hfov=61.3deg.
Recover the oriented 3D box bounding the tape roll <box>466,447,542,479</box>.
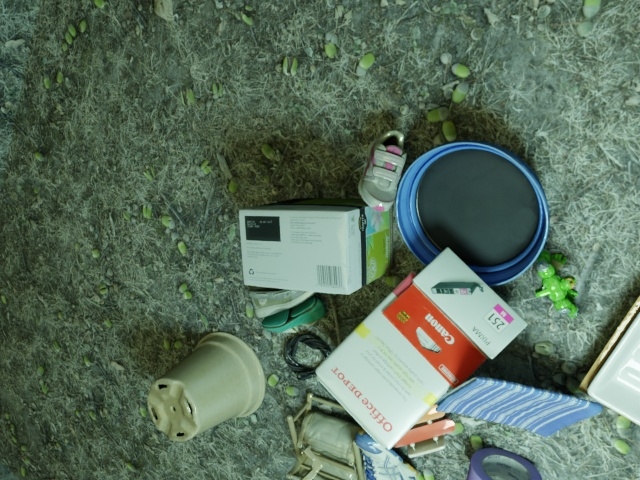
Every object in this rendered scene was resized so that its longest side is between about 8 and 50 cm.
[{"bbox_3d":[0.496,0.656,1.466,0.189,0.189,0.080,14,108,26],"label":"tape roll"}]

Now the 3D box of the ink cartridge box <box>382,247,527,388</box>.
[{"bbox_3d":[0.332,0.196,1.367,0.239,0.060,0.275,-43,77,-4],"label":"ink cartridge box"}]

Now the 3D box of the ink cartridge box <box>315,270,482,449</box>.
[{"bbox_3d":[0.216,0.320,1.470,0.385,0.160,0.279,-44,77,-3],"label":"ink cartridge box"}]

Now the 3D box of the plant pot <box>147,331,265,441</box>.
[{"bbox_3d":[-0.414,0.526,1.878,0.334,0.305,0.333,7,105,28],"label":"plant pot"}]

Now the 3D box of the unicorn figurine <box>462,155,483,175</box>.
[{"bbox_3d":[0.421,-0.180,1.397,0.111,0.060,0.162,-40,81,30],"label":"unicorn figurine"}]

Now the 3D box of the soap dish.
[{"bbox_3d":[0.787,0.292,1.264,0.229,0.118,0.290,30,114,21],"label":"soap dish"}]

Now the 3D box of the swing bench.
[{"bbox_3d":[0.034,0.669,1.747,0.253,0.165,0.254,11,111,26],"label":"swing bench"}]

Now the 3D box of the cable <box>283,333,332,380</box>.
[{"bbox_3d":[-0.039,0.381,1.793,0.184,0.047,0.150,-26,83,33],"label":"cable"}]

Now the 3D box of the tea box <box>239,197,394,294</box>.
[{"bbox_3d":[0.000,0.000,1.519,0.329,0.323,0.219,3,102,29],"label":"tea box"}]

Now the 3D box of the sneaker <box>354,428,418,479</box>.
[{"bbox_3d":[0.179,0.674,1.600,0.296,0.131,0.112,49,167,-29],"label":"sneaker"}]

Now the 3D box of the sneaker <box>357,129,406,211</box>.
[{"bbox_3d":[0.168,-0.196,1.431,0.103,0.252,0.111,13,151,-12],"label":"sneaker"}]

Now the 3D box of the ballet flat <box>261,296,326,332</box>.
[{"bbox_3d":[-0.083,0.261,1.766,0.247,0.083,0.087,-26,117,31],"label":"ballet flat"}]

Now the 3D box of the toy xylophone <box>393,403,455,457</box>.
[{"bbox_3d":[0.240,0.486,1.606,0.236,0.081,0.322,-29,88,13],"label":"toy xylophone"}]

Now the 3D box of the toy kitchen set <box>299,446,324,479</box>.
[{"bbox_3d":[-0.045,0.695,1.666,0.083,0.068,0.075,-41,78,-16],"label":"toy kitchen set"}]

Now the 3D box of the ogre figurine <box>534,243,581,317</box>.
[{"bbox_3d":[0.583,0.110,1.338,0.097,0.118,0.197,-4,99,30],"label":"ogre figurine"}]

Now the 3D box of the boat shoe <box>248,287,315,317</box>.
[{"bbox_3d":[-0.105,0.159,1.737,0.320,0.118,0.103,-25,92,38],"label":"boat shoe"}]

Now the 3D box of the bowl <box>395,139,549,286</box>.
[{"bbox_3d":[0.386,-0.071,1.391,0.391,0.077,0.391,16,121,28],"label":"bowl"}]

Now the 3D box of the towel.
[{"bbox_3d":[0.488,0.420,1.354,0.336,0.040,0.243,14,145,-8],"label":"towel"}]
